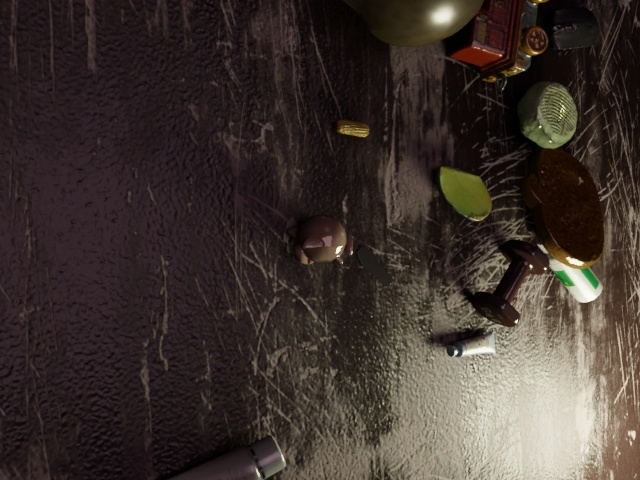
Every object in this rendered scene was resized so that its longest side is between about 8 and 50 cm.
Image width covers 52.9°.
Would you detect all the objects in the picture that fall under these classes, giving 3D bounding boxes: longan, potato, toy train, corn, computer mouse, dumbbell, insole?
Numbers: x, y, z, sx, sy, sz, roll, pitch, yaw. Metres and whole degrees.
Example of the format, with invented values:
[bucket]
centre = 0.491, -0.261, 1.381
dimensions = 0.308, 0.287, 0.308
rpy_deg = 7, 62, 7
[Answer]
[longan]
centre = 0.206, -0.648, 1.472
dimensions = 0.404, 0.336, 0.404
rpy_deg = 0, 117, 0
[potato]
centre = 0.377, -0.130, 1.735
dimensions = 0.198, 0.054, 0.119
rpy_deg = 27, 79, -22
[toy train]
centre = 0.478, -0.589, 1.719
dimensions = 0.232, 0.163, 0.369
rpy_deg = 9, 88, -20
[corn]
centre = 0.078, -0.275, 1.576
dimensions = 0.092, 0.037, 0.037
rpy_deg = 4, 90, -25
[computer mouse]
centre = 0.764, -0.632, 1.918
dimensions = 0.217, 0.073, 0.122
rpy_deg = -12, 98, -27
[dumbbell]
centre = 0.528, 0.118, 1.784
dimensions = 0.140, 0.124, 0.225
rpy_deg = 43, 73, -23
[insole]
centre = 0.140, 0.068, 1.639
dimensions = 0.135, 0.002, 0.045
rpy_deg = 45, 73, -22

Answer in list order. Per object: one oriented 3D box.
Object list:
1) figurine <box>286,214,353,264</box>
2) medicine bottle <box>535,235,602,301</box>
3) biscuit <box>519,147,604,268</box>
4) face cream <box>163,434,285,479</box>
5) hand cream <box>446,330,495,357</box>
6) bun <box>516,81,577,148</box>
[figurine]
centre = 0.000, 0.000, 1.495
dimensions = 0.138, 0.125, 0.125
rpy_deg = 0, 92, -26
[medicine bottle]
centre = 0.738, 0.072, 1.915
dimensions = 0.260, 0.095, 0.095
rpy_deg = 47, 71, -23
[biscuit]
centre = 0.689, -0.100, 1.848
dimensions = 0.314, 0.063, 0.367
rpy_deg = 18, 62, -24
[face cream]
centre = -0.229, 0.536, 1.412
dimensions = 0.314, 0.089, 0.143
rpy_deg = -24, 104, -18
[hand cream]
centre = 0.422, 0.293, 1.778
dimensions = 0.171, 0.043, 0.065
rpy_deg = -4, 90, -30
[bun]
centre = 0.634, -0.356, 1.831
dimensions = 0.195, 0.118, 0.195
rpy_deg = 0, 91, -35
